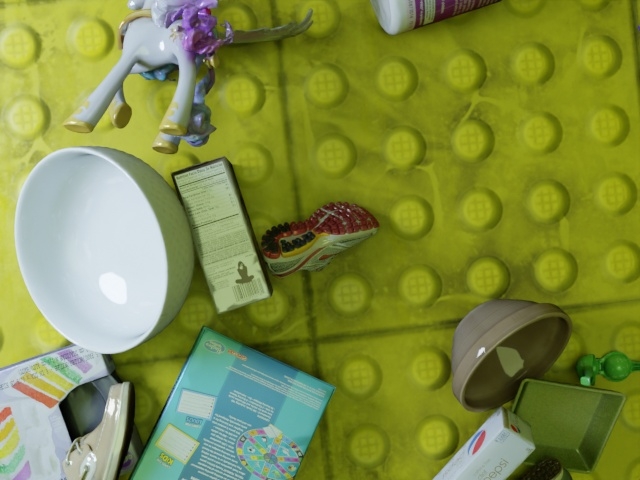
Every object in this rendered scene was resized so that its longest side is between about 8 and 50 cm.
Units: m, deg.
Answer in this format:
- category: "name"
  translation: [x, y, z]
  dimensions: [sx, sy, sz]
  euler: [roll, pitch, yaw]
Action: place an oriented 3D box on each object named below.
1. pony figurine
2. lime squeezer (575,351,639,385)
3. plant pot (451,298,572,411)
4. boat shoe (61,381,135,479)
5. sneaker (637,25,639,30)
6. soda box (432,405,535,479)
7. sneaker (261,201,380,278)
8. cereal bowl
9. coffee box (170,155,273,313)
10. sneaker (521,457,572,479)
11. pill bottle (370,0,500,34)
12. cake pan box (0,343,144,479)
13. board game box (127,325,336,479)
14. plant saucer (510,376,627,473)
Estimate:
- category: "pony figurine"
  translation: [-0.226, -0.331, 1.202]
  dimensions: [0.351, 0.303, 0.363]
  euler: [5, 75, 22]
- category: "lime squeezer"
  translation: [0.537, 0.228, 1.331]
  dimensions: [0.311, 0.110, 0.058]
  euler: [2, 72, -33]
- category: "plant pot"
  translation: [0.310, 0.179, 1.283]
  dimensions: [0.237, 0.237, 0.109]
  euler: [-37, 52, -2]
- category: "boat shoe"
  translation: [-0.379, 0.373, 1.213]
  dimensions: [0.098, 0.109, 0.302]
  euler: [15, 96, -6]
- category: "sneaker"
  translation: [0.617, -0.368, 1.355]
  dimensions: [0.071, 0.068, 0.169]
  euler: [12, 81, 12]
- category: "soda box"
  translation: [0.279, 0.396, 1.290]
  dimensions: [0.069, 0.074, 0.216]
  euler: [35, 111, -3]
- category: "sneaker"
  translation: [0.000, 0.000, 1.306]
  dimensions: [0.225, 0.092, 0.088]
  euler: [-18, 47, -18]
- category: "cereal bowl"
  translation: [-0.340, 0.009, 1.225]
  dimensions: [0.339, 0.141, 0.338]
  euler: [6, 102, 28]
- category: "coffee box"
  translation: [-0.165, -0.009, 1.268]
  dimensions: [0.098, 0.141, 0.246]
  euler: [-18, 90, -3]
- category: "sneaker"
  translation: [0.377, 0.478, 1.336]
  dimensions: [0.192, 0.064, 0.086]
  euler: [-39, 116, 11]
- category: "pill bottle"
  translation: [0.237, -0.477, 1.271]
  dimensions: [0.302, 0.169, 0.169]
  euler: [-18, 91, -2]
- category: "cake pan box"
  translation: [-0.461, 0.320, 1.291]
  dimensions: [0.267, 0.070, 0.245]
  euler: [-17, 94, -4]
- category: "board game box"
  translation: [-0.161, 0.351, 1.266]
  dimensions: [0.254, 0.079, 0.335]
  euler: [27, 80, -8]
- category: "plant saucer"
  translation: [0.423, 0.323, 1.321]
  dimensions: [0.189, 0.045, 0.188]
  euler: [10, 117, -3]
